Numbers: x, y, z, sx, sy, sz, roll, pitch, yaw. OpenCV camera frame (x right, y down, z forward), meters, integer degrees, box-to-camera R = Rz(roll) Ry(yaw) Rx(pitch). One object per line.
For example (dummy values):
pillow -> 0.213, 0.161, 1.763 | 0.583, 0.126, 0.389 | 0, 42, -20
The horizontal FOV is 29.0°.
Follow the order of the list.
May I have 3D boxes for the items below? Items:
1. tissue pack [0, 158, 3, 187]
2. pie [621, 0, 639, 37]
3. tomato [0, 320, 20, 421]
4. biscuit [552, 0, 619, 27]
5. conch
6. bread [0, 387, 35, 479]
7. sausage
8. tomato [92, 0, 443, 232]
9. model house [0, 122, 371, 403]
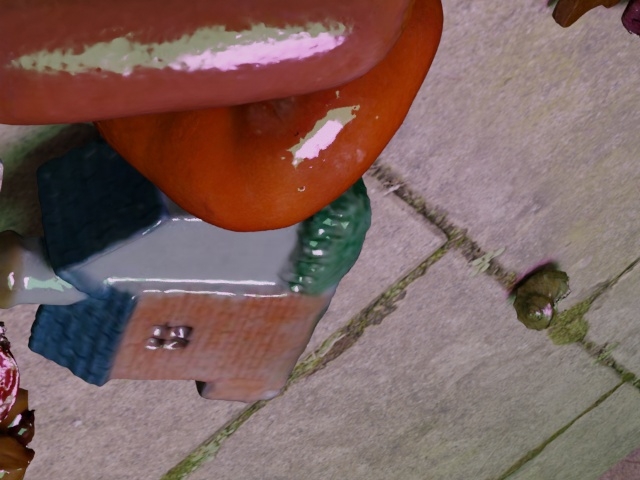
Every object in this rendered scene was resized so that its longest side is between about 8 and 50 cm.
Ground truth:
tissue pack -> -0.270, -0.059, 0.882 | 0.059, 0.094, 0.074 | -15, 147, -34
pie -> 0.369, -0.268, 1.266 | 0.153, 0.038, 0.153 | -41, 171, -7
tomato -> -0.340, 0.097, 1.053 | 0.139, 0.091, 0.159 | -37, 126, -17
biscuit -> 0.298, -0.293, 1.194 | 0.215, 0.034, 0.182 | -47, 157, 24
conch -> 0.318, 0.079, 1.737 | 0.089, 0.074, 0.121 | -28, -177, 36
bread -> -0.440, 0.303, 1.148 | 0.370, 0.191, 0.314 | -12, 144, -34
sausage -> -0.068, -0.127, 0.701 | 0.259, 0.113, 0.113 | -10, 144, -17
tomato -> -0.043, -0.135, 0.877 | 0.260, 0.260, 0.180 | -32, 165, -6
model house -> -0.161, -0.009, 1.031 | 0.325, 0.194, 0.267 | 0, 140, -27
